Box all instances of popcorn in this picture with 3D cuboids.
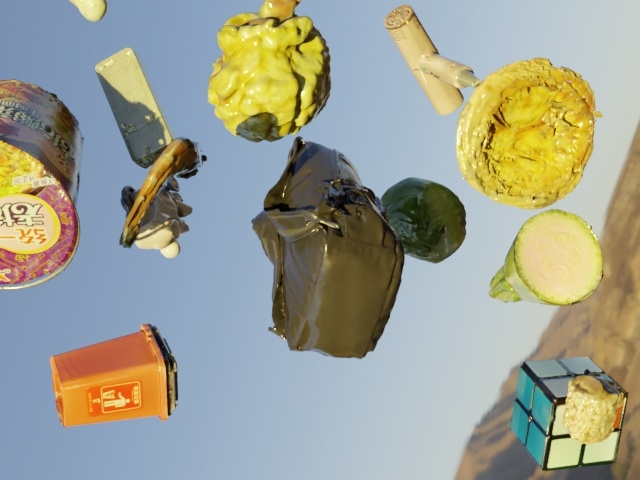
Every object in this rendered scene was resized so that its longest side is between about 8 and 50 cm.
[{"bbox_3d":[-0.090,-0.303,1.842,0.258,0.224,0.270,95,-169,-77],"label":"popcorn"}]

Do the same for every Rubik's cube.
[{"bbox_3d":[0.529,0.367,2.188,0.167,0.180,0.183,-123,35,-62],"label":"Rubik's cube"}]

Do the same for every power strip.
[{"bbox_3d":[-0.353,-0.240,2.013,0.093,0.288,0.053,-26,-17,5],"label":"power strip"}]

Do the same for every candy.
[{"bbox_3d":[0.431,0.263,1.622,0.095,0.085,0.110,-3,-65,-37],"label":"candy"}]

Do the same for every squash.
[{"bbox_3d":[0.237,0.033,1.128,0.105,0.105,0.132,-64,4,-19],"label":"squash"}]

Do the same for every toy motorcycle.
[{"bbox_3d":[-0.346,-0.041,2.188,0.171,0.110,0.260,68,-166,4],"label":"toy motorcycle"}]

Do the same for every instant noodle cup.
[{"bbox_3d":[-0.571,-0.121,1.834,0.266,0.339,0.340,-87,3,-50],"label":"instant noodle cup"}]

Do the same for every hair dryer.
[{"bbox_3d":[0.203,-0.246,1.554,0.053,0.220,0.195,-41,-52,-3],"label":"hair dryer"}]

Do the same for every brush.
[{"bbox_3d":[0.000,-0.035,1.738,0.008,0.083,0.024,-50,-38,-28],"label":"brush"}]

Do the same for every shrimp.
[{"bbox_3d":[-0.249,-0.077,1.598,0.198,0.051,0.262,-54,1,7],"label":"shrimp"}]

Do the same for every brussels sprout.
[{"bbox_3d":[0.243,-0.055,2.444,0.161,0.223,0.223,-73,-7,-53],"label":"brussels sprout"}]

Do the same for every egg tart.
[{"bbox_3d":[0.293,-0.156,1.506,0.252,0.098,0.232,-22,-67,-19],"label":"egg tart"}]

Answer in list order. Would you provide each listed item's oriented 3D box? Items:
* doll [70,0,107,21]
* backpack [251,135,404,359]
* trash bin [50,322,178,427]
[{"bbox_3d":[-0.337,-0.423,1.440,0.155,0.113,0.275,-55,-4,-23],"label":"doll"},{"bbox_3d":[0.000,0.000,2.048,0.446,0.254,0.363,-105,25,-52],"label":"backpack"},{"bbox_3d":[-0.420,0.274,2.072,0.238,0.184,0.161,-8,-59,-19],"label":"trash bin"}]
